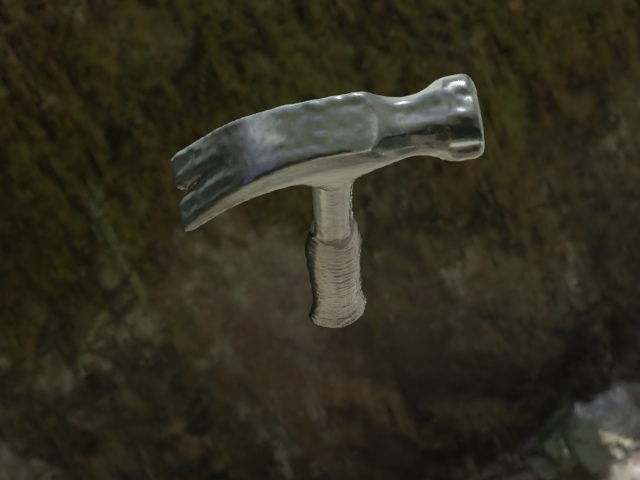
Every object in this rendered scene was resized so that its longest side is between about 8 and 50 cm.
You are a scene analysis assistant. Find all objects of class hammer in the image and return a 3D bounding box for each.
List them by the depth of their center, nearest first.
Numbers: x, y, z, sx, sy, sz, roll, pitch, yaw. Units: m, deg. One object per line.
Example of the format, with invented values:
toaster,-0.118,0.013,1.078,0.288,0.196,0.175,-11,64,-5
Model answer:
hammer,0.000,0.000,0.589,0.103,0.029,0.246,-10,-17,-4
